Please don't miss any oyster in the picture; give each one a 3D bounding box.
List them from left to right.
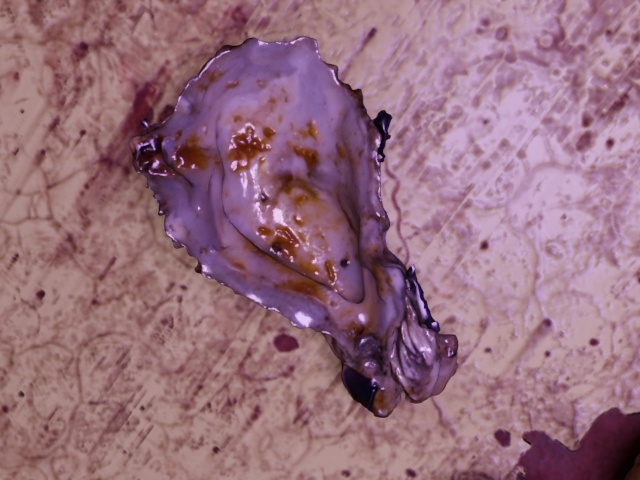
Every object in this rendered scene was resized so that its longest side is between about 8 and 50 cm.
[{"bbox_3d":[0.006,-0.005,0.613,0.197,0.133,0.337,-38,93,9],"label":"oyster"}]

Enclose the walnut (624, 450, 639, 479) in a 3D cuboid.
[{"bbox_3d":[0.330,0.224,0.558,0.213,0.213,0.213,1,97,8],"label":"walnut"}]
